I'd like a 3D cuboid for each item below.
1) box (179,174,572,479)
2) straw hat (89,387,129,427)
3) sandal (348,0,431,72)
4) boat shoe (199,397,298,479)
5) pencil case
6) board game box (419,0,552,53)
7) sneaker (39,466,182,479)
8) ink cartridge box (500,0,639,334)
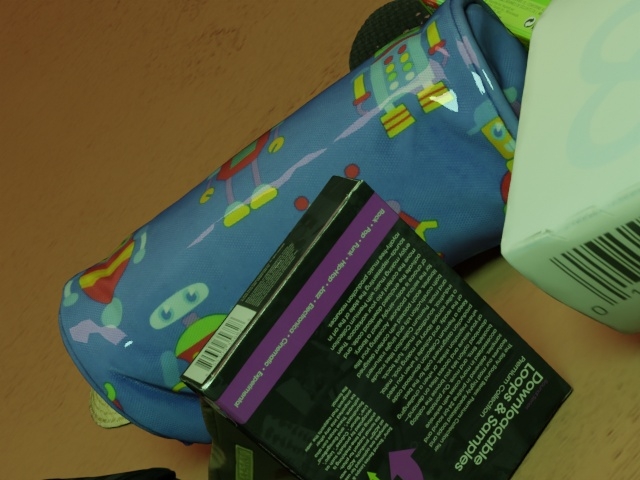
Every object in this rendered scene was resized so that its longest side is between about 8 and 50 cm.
[{"bbox_3d":[0.029,0.065,0.869,0.116,0.162,0.029,-53,28,-12],"label":"box"},{"bbox_3d":[-0.119,0.047,1.244,0.144,0.061,0.144,-36,28,23],"label":"straw hat"},{"bbox_3d":[0.079,-0.100,1.179,0.067,0.040,0.179,-55,40,-3],"label":"sandal"},{"bbox_3d":[-0.020,0.073,0.955,0.190,0.068,0.072,106,-169,-55],"label":"boat shoe"},{"bbox_3d":[0.000,0.000,1.056,0.306,0.133,0.119,-36,5,21],"label":"pencil case"},{"bbox_3d":[0.141,-0.140,1.082,0.092,0.043,0.181,-50,37,-6],"label":"board game box"},{"bbox_3d":[-0.111,0.168,1.060,0.097,0.084,0.235,-14,1,-20],"label":"sneaker"},{"bbox_3d":[0.234,-0.178,0.861,0.308,0.091,0.385,-30,39,42],"label":"ink cartridge box"}]
